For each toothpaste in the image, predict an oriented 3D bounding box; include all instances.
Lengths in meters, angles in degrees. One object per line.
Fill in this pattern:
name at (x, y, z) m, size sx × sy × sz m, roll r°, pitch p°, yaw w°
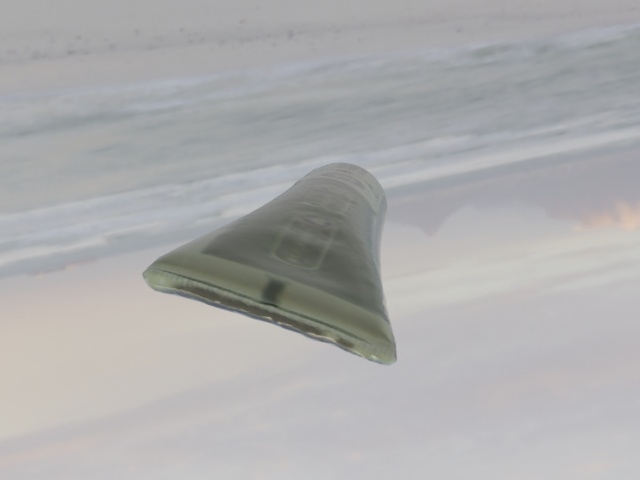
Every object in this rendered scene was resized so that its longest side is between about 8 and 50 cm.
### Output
toothpaste at (0.000, 0.000, 0.552) m, size 0.098 × 0.061 × 0.392 m, roll 18°, pitch -169°, yaw 3°
